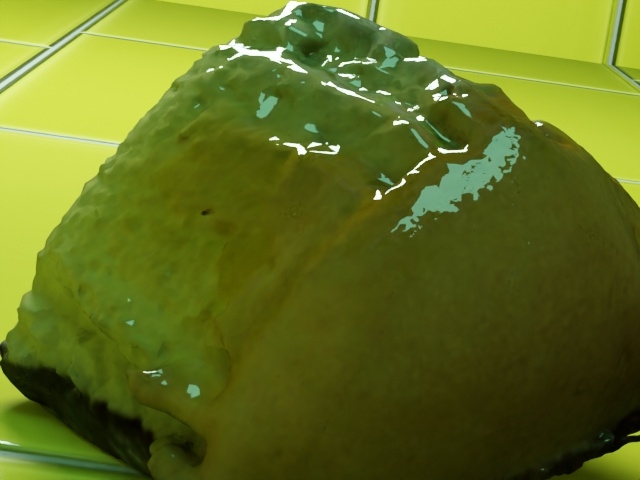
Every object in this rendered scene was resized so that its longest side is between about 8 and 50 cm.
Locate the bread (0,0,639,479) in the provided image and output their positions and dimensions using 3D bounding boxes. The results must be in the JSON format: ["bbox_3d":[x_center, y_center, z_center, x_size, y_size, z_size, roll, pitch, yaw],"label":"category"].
[{"bbox_3d":[0.029,0.010,0.692,0.262,0.162,0.204,-19,38,-36],"label":"bread"}]
